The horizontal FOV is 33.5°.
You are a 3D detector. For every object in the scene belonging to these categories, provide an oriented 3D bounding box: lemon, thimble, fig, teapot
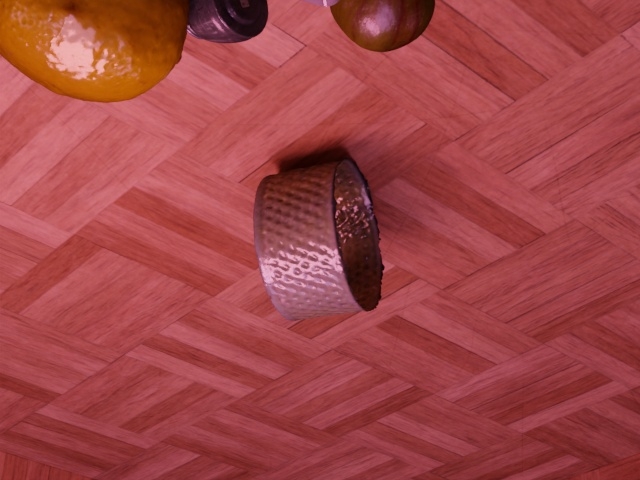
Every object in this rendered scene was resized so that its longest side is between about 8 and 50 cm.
[{"bbox_3d":[-0.307,-0.310,1.378,0.284,0.260,0.260,46,129,-14],"label":"lemon"},{"bbox_3d":[0.000,0.000,1.809,0.150,0.271,0.271,-10,144,17],"label":"thimble"},{"bbox_3d":[0.095,-0.341,1.424,0.148,0.142,0.186,-18,164,-21],"label":"fig"},{"bbox_3d":[-0.156,-0.331,1.473,0.108,0.111,0.149,-12,151,40],"label":"teapot"}]

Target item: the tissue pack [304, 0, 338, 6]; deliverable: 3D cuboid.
[{"bbox_3d":[-0.057,-0.398,1.244,0.246,0.159,0.136,24,155,31],"label":"tissue pack"}]
